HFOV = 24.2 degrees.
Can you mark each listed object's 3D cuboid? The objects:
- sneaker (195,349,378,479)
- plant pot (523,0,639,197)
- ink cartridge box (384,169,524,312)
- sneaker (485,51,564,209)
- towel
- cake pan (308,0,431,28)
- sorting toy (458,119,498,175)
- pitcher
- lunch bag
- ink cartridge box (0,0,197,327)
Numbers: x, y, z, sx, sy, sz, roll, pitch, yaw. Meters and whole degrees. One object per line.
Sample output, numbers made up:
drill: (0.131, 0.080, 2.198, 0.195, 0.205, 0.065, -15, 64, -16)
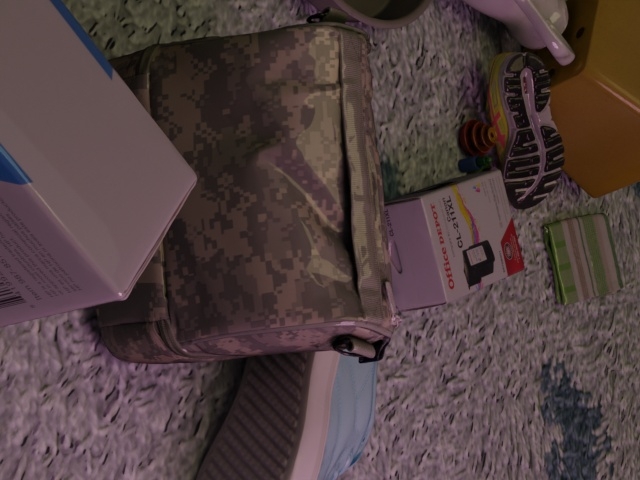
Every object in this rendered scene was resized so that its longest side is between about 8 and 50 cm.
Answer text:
sneaker: (-0.009, 0.199, 1.437, 0.150, 0.135, 0.366, 42, 53, -32)
plant pot: (0.374, -0.211, 1.937, 0.187, 0.212, 0.212, 29, 62, -24)
ink cartridge box: (0.150, -0.001, 1.717, 0.175, 0.072, 0.127, -20, 97, -50)
sneaker: (0.248, -0.142, 1.866, 0.081, 0.094, 0.209, -11, 112, -17)
towel: (0.349, 0.024, 1.991, 0.152, 0.023, 0.113, -9, 86, -48)
cake pan: (0.032, -0.377, 1.683, 0.293, 0.054, 0.293, 14, 71, -47)
sorting toy: (0.202, -0.100, 1.826, 0.061, 0.042, 0.102, -25, 101, -49)
pitcher: (0.236, -0.315, 1.831, 0.207, 0.125, 0.178, 44, 13, -40)
lunch bag: (-0.058, -0.035, 1.339, 0.212, 0.256, 0.305, 5, 78, -49)
ink cartridge box: (-0.278, -0.052, 1.045, 0.223, 0.307, 0.129, 53, 44, -27)
